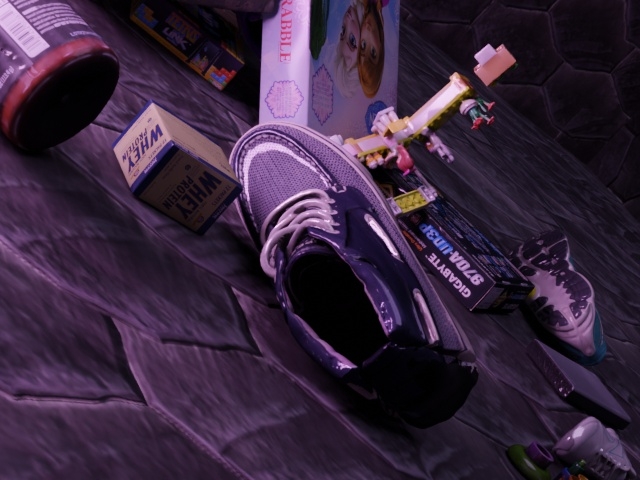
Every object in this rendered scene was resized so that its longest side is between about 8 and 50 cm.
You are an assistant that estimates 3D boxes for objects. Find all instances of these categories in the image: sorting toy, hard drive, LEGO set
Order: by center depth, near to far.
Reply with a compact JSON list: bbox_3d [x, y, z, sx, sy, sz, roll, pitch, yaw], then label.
[{"bbox_3d":[0.225,0.219,1.408,0.102,0.042,0.061,50,16,32],"label":"sorting toy"},{"bbox_3d":[0.132,-0.117,1.797,0.107,0.287,0.132,54,-19,19],"label":"LEGO set"},{"bbox_3d":[0.316,0.178,1.838,0.135,0.022,0.094,29,18,-42],"label":"hard drive"},{"bbox_3d":[-0.138,-0.282,1.969,0.083,0.045,0.075,35,22,-27],"label":"sorting toy"}]

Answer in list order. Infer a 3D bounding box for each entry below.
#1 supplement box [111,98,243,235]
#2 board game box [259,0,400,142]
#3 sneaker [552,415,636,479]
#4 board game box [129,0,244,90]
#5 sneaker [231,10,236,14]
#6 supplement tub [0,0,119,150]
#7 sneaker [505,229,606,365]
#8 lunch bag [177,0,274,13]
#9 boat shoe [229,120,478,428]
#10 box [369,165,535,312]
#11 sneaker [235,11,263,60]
[{"bbox_3d":[-0.123,-0.062,1.283,0.083,0.056,0.083,32,16,-35],"label":"supplement box"},{"bbox_3d":[0.019,-0.272,1.874,0.066,0.317,0.319,1,-1,22],"label":"board game box"},{"bbox_3d":[0.292,0.224,1.563,0.061,0.053,0.152,53,17,30],"label":"sneaker"},{"bbox_3d":[-0.161,-0.263,1.822,0.141,0.048,0.170,39,14,-18],"label":"board game box"},{"bbox_3d":[-0.196,-0.378,2.016,0.286,0.109,0.130,28,28,-25],"label":"sneaker"},{"bbox_3d":[-0.251,-0.168,1.150,0.198,0.106,0.106,46,14,18],"label":"supplement tub"},{"bbox_3d":[0.323,0.078,2.071,0.110,0.107,0.275,57,10,-28],"label":"sneaker"},{"bbox_3d":[-0.204,-0.383,1.711,0.235,0.169,0.287,0,29,-45],"label":"lunch bag"},{"bbox_3d":[0.000,0.000,1.271,0.340,0.127,0.158,51,9,31],"label":"boat shoe"},{"bbox_3d":[0.158,-0.002,1.892,0.220,0.051,0.175,46,14,19],"label":"box"},{"bbox_3d":[-0.074,-0.321,1.843,0.104,0.095,0.236,-85,164,-57],"label":"sneaker"}]
